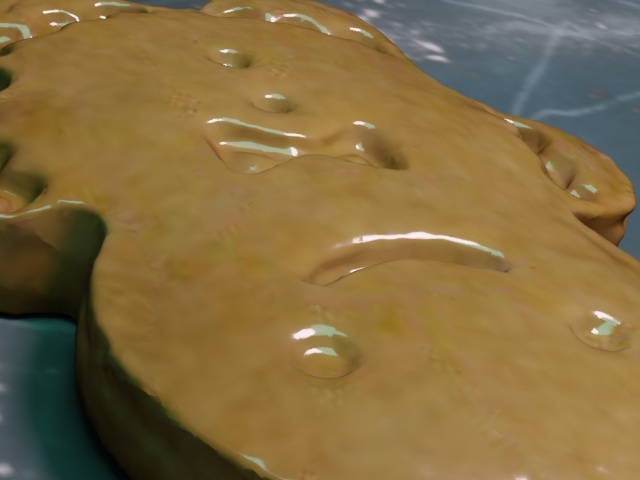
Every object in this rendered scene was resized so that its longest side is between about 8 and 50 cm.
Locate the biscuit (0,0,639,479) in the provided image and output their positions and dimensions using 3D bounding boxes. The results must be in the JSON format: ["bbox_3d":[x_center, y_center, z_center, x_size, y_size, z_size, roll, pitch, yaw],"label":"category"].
[{"bbox_3d":[0.001,-0.002,0.645,0.275,0.052,0.355,0,30,-25],"label":"biscuit"}]
